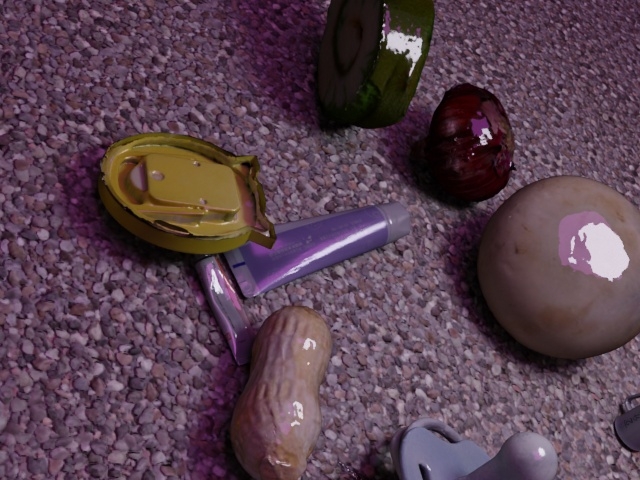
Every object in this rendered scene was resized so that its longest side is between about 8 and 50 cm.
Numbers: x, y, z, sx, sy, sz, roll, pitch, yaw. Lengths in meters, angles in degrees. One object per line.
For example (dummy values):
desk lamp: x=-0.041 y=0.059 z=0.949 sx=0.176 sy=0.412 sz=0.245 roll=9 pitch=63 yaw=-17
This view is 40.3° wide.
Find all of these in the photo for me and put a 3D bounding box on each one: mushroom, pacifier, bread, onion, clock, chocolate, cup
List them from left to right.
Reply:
clock: x=-0.227 y=-0.074 z=1.458 sx=0.294 sy=0.071 sz=0.277 roll=13 pitch=38 yaw=-18
chocolate: x=-0.058 y=0.228 z=1.320 sx=0.134 sy=0.134 sz=0.309 roll=23 pitch=48 yaw=-17
bread: x=0.116 y=-0.414 z=1.723 sx=0.129 sy=0.382 sz=0.366 roll=11 pitch=41 yaw=-22
onion: x=0.293 y=-0.199 z=1.811 sx=0.252 sy=0.219 sz=0.252 roll=-4 pitch=90 yaw=-71
pacifier: x=0.253 y=0.357 z=1.331 sx=0.299 sy=0.233 sz=0.244 roll=25 pitch=40 yaw=-43
mushroom: x=0.482 y=0.057 z=1.723 sx=0.363 sy=0.294 sz=0.362 roll=2 pitch=77 yaw=-7
cup: x=0.631 y=0.338 z=1.693 sx=0.074 sy=0.116 sz=0.104 roll=18 pitch=43 yaw=-23

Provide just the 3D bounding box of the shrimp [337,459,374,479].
shrimp: x=0.078 y=0.401 z=1.329 sx=0.165 sy=0.065 sz=0.056 roll=46 pitch=14 yaw=12

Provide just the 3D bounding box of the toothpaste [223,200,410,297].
toothpaste: x=0.000 y=0.000 z=1.563 sx=0.371 sy=0.080 sz=0.125 roll=-16 pitch=68 yaw=-34

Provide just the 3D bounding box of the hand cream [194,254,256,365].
hand cream: x=-0.155 y=0.099 z=1.419 sx=0.052 sy=0.038 sz=0.216 roll=-22 pitch=77 yaw=-16
